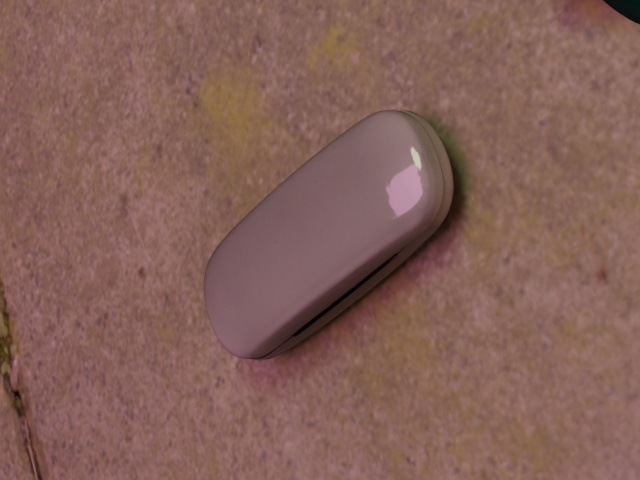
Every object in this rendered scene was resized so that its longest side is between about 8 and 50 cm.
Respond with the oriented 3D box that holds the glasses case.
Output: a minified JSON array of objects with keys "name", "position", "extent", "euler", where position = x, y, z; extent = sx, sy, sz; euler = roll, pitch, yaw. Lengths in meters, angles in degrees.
[{"name":"glasses case","position":[0.000,0.000,0.982],"extent":[0.233,0.059,0.092],"euler":[-42,59,37]}]

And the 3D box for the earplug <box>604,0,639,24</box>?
[{"name":"earplug","position":[0.244,-0.151,0.638],"extent":[0.280,0.257,0.164],"euler":[-6,61,44]}]
